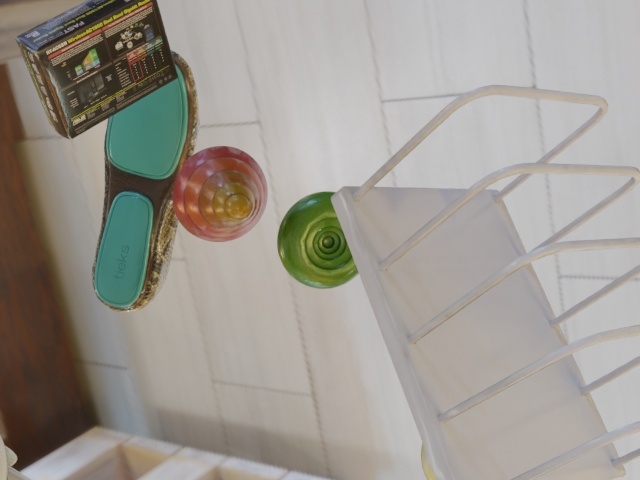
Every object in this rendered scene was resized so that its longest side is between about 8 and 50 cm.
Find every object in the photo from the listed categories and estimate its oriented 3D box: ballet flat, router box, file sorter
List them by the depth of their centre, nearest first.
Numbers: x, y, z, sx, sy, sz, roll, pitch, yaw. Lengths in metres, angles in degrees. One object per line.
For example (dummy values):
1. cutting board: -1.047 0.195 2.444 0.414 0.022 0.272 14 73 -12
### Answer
1. file sorter: 0.170 0.044 0.756 0.173 0.193 0.277 -42 60 44
2. router box: -0.190 -0.157 0.850 0.038 0.122 0.092 35 149 36
3. ballet flat: -0.300 -0.110 1.747 0.164 0.182 0.482 16 108 10

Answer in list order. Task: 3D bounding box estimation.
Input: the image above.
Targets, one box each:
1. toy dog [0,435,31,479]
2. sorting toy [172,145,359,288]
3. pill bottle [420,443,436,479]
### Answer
1. toy dog: -0.368 0.331 0.999 0.395 0.284 0.408 2 132 43
2. sorting toy: 0.000 0.000 1.201 0.127 0.366 0.126 -65 18 3
3. pill bottle: 0.175 0.228 1.118 0.117 0.117 0.215 41 165 18
